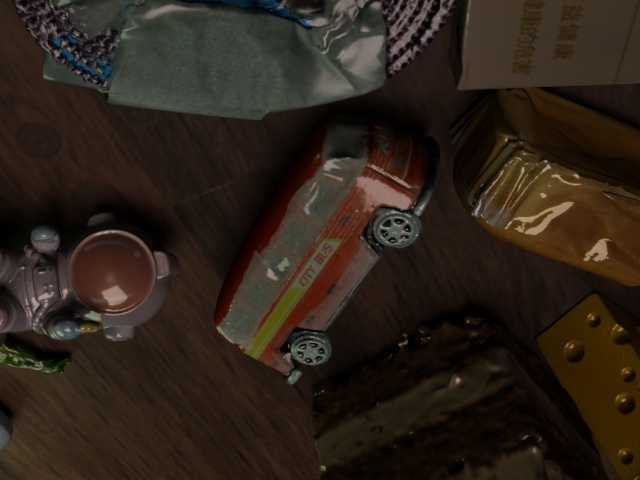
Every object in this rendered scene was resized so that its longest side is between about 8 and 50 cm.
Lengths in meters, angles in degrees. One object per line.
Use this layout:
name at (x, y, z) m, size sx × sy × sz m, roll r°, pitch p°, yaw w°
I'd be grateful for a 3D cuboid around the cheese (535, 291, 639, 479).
cheese at (0.320, 0.163, 0.908) m, size 0.126 × 0.171 × 0.093 m, roll 30°, pitch 121°, yaw -25°

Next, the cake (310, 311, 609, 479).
cake at (0.161, 0.273, 0.918) m, size 0.255 × 0.290 × 0.282 m, roll -31°, pitch 127°, yaw 21°

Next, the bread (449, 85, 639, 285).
bread at (0.235, -0.041, 0.763) m, size 0.241 × 0.136 × 0.107 m, roll 17°, pitch 128°, yaw -16°

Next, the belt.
belt at (-0.058, -0.213, 0.605) m, size 0.324 × 0.122 × 0.260 m, roll 5°, pitch 126°, yaw -21°

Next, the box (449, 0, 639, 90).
box at (0.291, -0.215, 0.667) m, size 0.364 × 0.051 × 0.205 m, roll -2°, pitch 136°, yaw -1°

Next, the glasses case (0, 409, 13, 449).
glasses case at (-0.438, 0.230, 0.994) m, size 0.178 × 0.045 × 0.067 m, roll -18°, pitch 127°, yaw 11°

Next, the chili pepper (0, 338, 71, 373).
chili pepper at (-0.315, 0.126, 0.930) m, size 0.091 × 0.030 × 0.034 m, roll 23°, pitch 99°, yaw -23°

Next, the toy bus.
toy bus at (0.000, 0.000, 0.798) m, size 0.119 × 0.121 × 0.265 m, roll 27°, pitch 123°, yaw -12°

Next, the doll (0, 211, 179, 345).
doll at (-0.274, 0.048, 0.809) m, size 0.287 × 0.151 × 0.151 m, roll -9°, pitch 129°, yaw -5°
